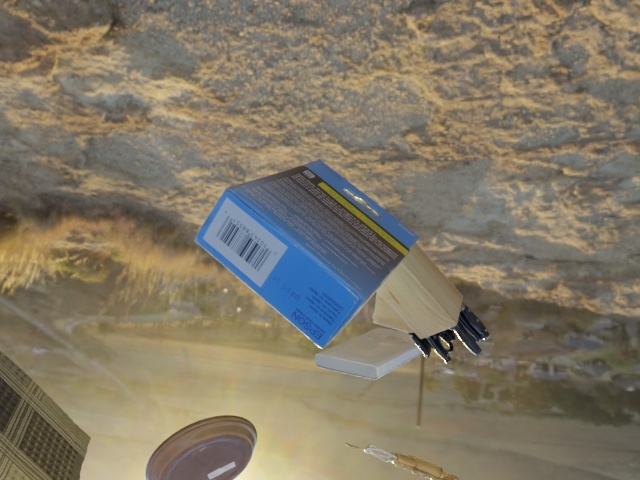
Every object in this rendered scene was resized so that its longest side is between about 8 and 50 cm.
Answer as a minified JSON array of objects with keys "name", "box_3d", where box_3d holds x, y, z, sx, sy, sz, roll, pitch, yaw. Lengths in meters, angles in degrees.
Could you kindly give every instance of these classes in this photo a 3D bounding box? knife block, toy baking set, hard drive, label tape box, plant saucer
[{"name":"knife block","box_3d":[0.234,0.123,1.186,0.241,0.088,0.276,12,131,13]},{"name":"toy baking set","box_3d":[0.190,0.484,1.287,0.256,0.030,0.197,11,162,32]},{"name":"hard drive","box_3d":[0.158,0.311,1.659,0.202,0.040,0.307,3,-171,38]},{"name":"label tape box","box_3d":[0.000,0.000,0.928,0.240,0.333,0.106,39,114,9]},{"name":"plant saucer","box_3d":[-0.275,0.527,1.403,0.277,0.041,0.278,-18,132,-21]}]

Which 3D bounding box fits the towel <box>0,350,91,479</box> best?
[{"name":"towel","box_3d":[-0.572,0.369,1.099,0.324,0.056,0.312,54,178,-19]}]
